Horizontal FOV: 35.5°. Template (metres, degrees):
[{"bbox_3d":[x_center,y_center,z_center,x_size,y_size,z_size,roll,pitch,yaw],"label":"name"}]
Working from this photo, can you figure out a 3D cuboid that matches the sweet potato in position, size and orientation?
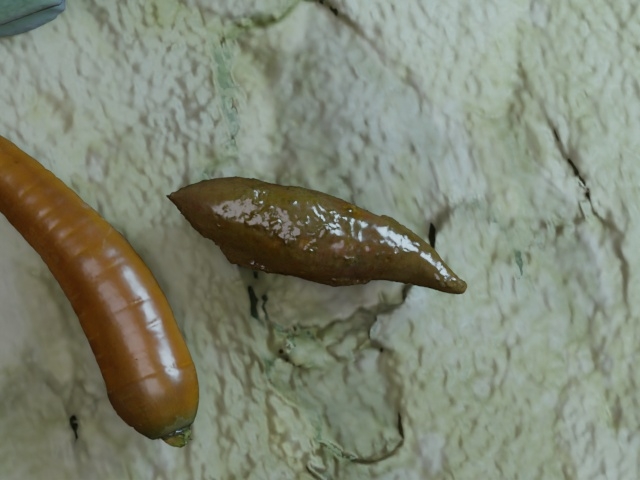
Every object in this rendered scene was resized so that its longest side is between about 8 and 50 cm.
[{"bbox_3d":[0.000,0.000,0.651,0.205,0.060,0.068,14,126,-6],"label":"sweet potato"}]

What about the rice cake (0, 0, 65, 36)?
[{"bbox_3d":[-0.294,-0.118,0.617,0.290,0.081,0.051,-24,74,-5],"label":"rice cake"}]

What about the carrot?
[{"bbox_3d":[-0.153,0.013,0.640,0.062,0.066,0.271,-31,89,-48],"label":"carrot"}]
